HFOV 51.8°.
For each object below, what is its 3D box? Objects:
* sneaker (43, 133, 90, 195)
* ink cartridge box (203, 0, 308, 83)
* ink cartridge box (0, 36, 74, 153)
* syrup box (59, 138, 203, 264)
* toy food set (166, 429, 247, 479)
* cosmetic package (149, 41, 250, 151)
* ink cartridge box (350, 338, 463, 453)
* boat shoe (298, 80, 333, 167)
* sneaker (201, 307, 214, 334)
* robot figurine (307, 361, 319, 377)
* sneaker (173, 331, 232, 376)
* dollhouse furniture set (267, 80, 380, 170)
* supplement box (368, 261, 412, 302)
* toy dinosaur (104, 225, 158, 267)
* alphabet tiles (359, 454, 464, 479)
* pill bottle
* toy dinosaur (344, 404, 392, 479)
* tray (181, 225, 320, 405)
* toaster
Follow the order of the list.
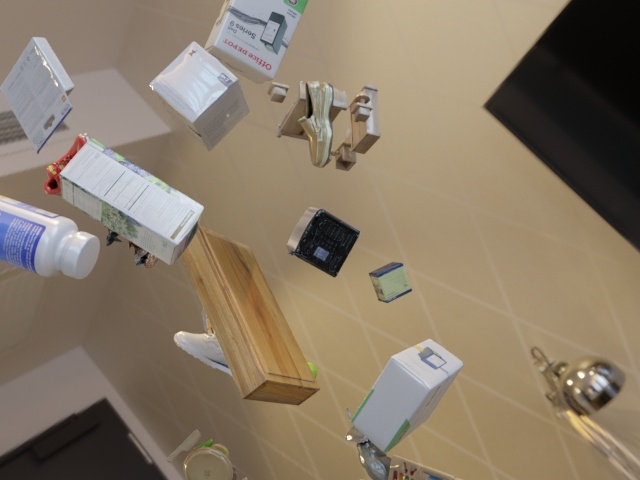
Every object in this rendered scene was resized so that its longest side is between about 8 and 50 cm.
[{"bbox_3d":[-0.778,-0.220,2.031,0.118,0.107,0.279,-8,-28,-43],"label":"sneaker"},{"bbox_3d":[-0.190,-0.646,1.972,0.121,0.211,0.289,14,80,64],"label":"ink cartridge box"},{"bbox_3d":[-0.743,-0.382,1.755,0.223,0.224,0.045,-35,-8,35],"label":"ink cartridge box"},{"bbox_3d":[-0.335,-0.066,1.175,0.096,0.237,0.093,-61,3,-31],"label":"syrup box"},{"bbox_3d":[-0.265,0.551,1.594,0.132,0.192,0.038,-44,2,11],"label":"toy food set"},{"bbox_3d":[-0.284,-0.341,1.585,0.151,0.151,0.183,-47,-12,-8],"label":"cosmetic package"},{"bbox_3d":[0.168,0.284,1.236,0.212,0.093,0.154,-2,-55,-60],"label":"ink cartridge box"},{"bbox_3d":[-0.016,-0.255,1.448,0.072,0.189,0.068,3,-6,-26],"label":"boat shoe"},{"bbox_3d":[-0.341,0.282,2.188,0.083,0.214,0.084,-8,-19,-19],"label":"sneaker"},{"bbox_3d":[-0.063,0.438,2.159,0.115,0.067,0.101,-13,17,-25],"label":"robot figurine"},{"bbox_3d":[-0.255,0.269,1.652,0.094,0.235,0.090,-62,27,-3],"label":"sneaker"},{"bbox_3d":[-0.019,-0.373,1.907,0.356,0.173,0.303,9,-27,-21],"label":"dollhouse furniture set"},{"bbox_3d":[0.188,0.112,1.770,0.083,0.083,0.056,-24,11,-18],"label":"supplement box"},{"bbox_3d":[-0.590,-0.048,2.173,0.219,0.322,0.164,3,-58,-11],"label":"toy dinosaur"},{"bbox_3d":[0.147,0.507,0.958,0.011,0.285,0.342,13,-96,-45],"label":"alphabet tiles"},{"bbox_3d":[-0.686,0.001,1.596,0.152,0.272,0.152,19,-90,-85],"label":"pill bottle"},{"bbox_3d":[0.166,0.639,1.919,0.160,0.313,0.121,11,-45,-47],"label":"toy dinosaur"},{"bbox_3d":[-0.161,0.159,1.448,0.076,0.410,0.203,-40,-33,15],"label":"tray"},{"bbox_3d":[0.000,0.000,2.010,0.168,0.186,0.110,-62,23,-3],"label":"toaster"}]
